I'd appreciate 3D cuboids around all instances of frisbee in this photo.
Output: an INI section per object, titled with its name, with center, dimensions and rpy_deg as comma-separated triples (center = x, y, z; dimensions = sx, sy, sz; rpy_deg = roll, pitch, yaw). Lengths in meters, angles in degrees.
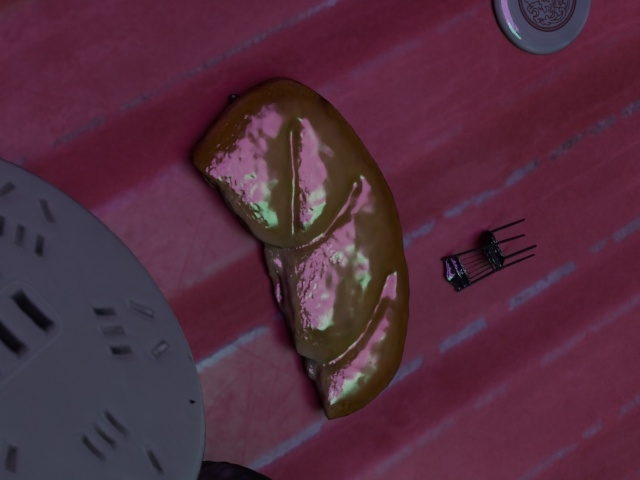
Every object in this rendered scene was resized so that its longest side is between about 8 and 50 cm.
[frisbee]
center = 0.211, -0.232, 1.380
dimensions = 0.110, 0.014, 0.110
rpy_deg = -2, 94, -26

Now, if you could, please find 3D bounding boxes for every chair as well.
[chair]
center = 0.158, 0.013, 1.361
dimensions = 0.086, 0.042, 0.037
rpy_deg = -23, 104, 14

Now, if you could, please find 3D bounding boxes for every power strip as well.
[power strip]
center = -0.245, 0.112, 0.993
dimensions = 0.357, 0.161, 0.357
rpy_deg = 31, 35, -25

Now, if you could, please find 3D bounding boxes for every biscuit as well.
[biscuit]
center = 0.004, -0.001, 1.277
dimensions = 0.154, 0.045, 0.299
rpy_deg = -33, 107, -22

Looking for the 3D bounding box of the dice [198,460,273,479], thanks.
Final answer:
[dice]
center = -0.079, 0.390, 1.092
dimensions = 0.330, 0.348, 0.328
rpy_deg = -41, 107, -20
